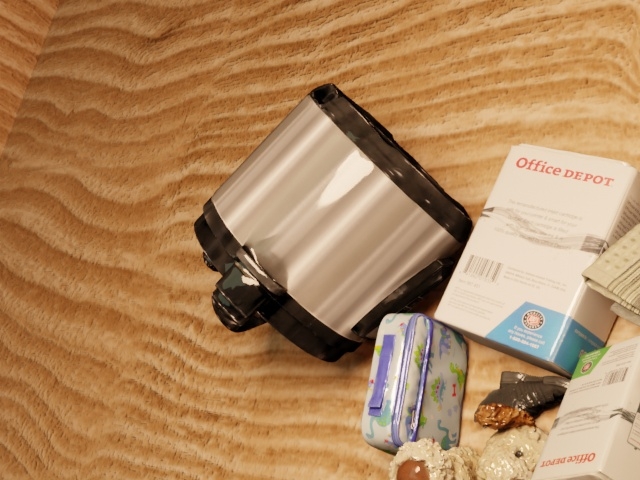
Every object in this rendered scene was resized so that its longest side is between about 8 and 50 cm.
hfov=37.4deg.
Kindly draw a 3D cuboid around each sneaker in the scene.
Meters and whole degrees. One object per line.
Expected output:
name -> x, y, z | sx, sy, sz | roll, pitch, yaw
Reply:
sneaker -> 0.309, 0.244, 1.405 | 0.170, 0.051, 0.089 | 1, 68, 48

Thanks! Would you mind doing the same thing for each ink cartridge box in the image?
ink cartridge box -> 0.346, 0.029, 1.432 | 0.223, 0.129, 0.307 | 19, 81, 47
ink cartridge box -> 0.379, 0.241, 1.231 | 0.208, 0.087, 0.153 | -59, 9, -26

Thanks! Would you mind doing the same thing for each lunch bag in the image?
lunch bag -> 0.148, 0.229, 1.467 | 0.090, 0.176, 0.218 | -6, 63, 41

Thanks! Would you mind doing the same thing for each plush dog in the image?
plush dog -> 0.253, 0.359, 1.329 | 0.225, 0.210, 0.262 | -35, 75, 4

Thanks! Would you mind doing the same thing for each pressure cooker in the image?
pressure cooker -> -0.004, -0.004, 1.595 | 0.420, 0.370, 0.375 | -45, 38, 8

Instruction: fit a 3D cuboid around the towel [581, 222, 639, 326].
towel -> 0.553, 0.033, 1.225 | 0.324, 0.056, 0.312 | -37, 43, -15
